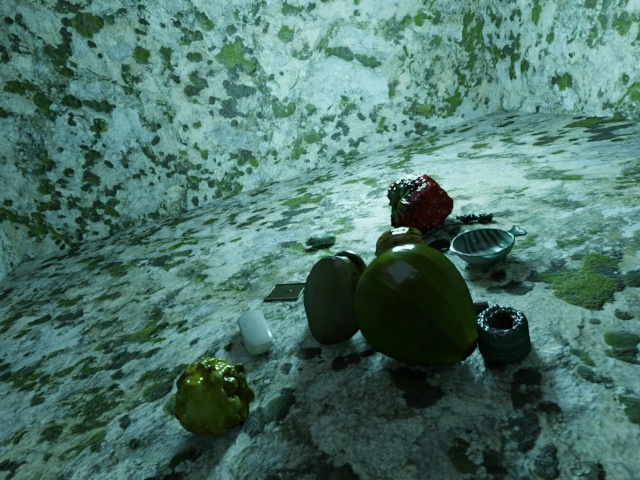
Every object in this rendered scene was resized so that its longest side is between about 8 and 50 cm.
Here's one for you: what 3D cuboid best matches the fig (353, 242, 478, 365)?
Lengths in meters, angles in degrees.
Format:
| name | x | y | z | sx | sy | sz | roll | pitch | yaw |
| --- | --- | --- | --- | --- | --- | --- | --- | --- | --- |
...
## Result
| name | x | y | z | sx | sy | sz | roll | pitch | yaw |
| --- | --- | --- | --- | --- | --- | --- | --- | --- | --- |
| fig | 0.245 | 0.170 | 1.042 | 0.317 | 0.315 | 0.316 | -14 | 22 | 6 |

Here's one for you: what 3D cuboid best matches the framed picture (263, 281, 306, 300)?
| name | x | y | z | sx | sy | sz | roll | pitch | yaw |
| --- | --- | --- | --- | --- | --- | --- | --- | --- | --- |
| framed picture | -0.130 | 0.193 | 1.600 | 0.149 | 0.011 | 0.109 | -6 | 24 | 26 |

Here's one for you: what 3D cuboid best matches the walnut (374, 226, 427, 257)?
| name | x | y | z | sx | sy | sz | roll | pitch | yaw |
| --- | --- | --- | --- | --- | --- | --- | --- | --- | --- |
| walnut | 0.284 | 0.030 | 1.521 | 0.184 | 0.155 | 0.155 | -10 | 22 | 3 |

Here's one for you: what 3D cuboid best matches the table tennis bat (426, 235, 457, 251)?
| name | x | y | z | sx | sy | sz | roll | pitch | yaw |
| --- | --- | --- | --- | --- | --- | --- | --- | --- | --- |
| table tennis bat | 0.476 | 0.009 | 1.605 | 0.157 | 0.013 | 0.087 | -21 | 21 | -8 |

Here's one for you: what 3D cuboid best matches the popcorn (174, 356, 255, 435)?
| name | x | y | z | sx | sy | sz | roll | pitch | yaw |
| --- | --- | --- | --- | --- | --- | --- | --- | --- | --- |
| popcorn | -0.261 | 0.378 | 1.030 | 0.156 | 0.197 | 0.197 | -2 | 26 | 28 |

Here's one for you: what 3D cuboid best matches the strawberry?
| name | x | y | z | sx | sy | sz | roll | pitch | yaw |
| --- | --- | --- | --- | --- | --- | --- | --- | --- | --- |
| strawberry | 0.427 | -0.152 | 1.751 | 0.289 | 0.249 | 0.239 | 2 | 7 | -24 |

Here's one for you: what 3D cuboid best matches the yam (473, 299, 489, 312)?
| name | x | y | z | sx | sy | sz | roll | pitch | yaw |
| --- | --- | --- | --- | --- | --- | --- | --- | --- | --- |
| yam | 0.311 | 0.203 | 1.216 | 0.327 | 0.045 | 0.045 | -9 | 46 | 18 |

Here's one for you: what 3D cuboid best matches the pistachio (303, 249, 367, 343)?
| name | x | y | z | sx | sy | sz | roll | pitch | yaw |
| --- | --- | --- | --- | --- | --- | --- | --- | --- | --- |
| pistachio | 0.043 | 0.165 | 1.200 | 0.197 | 0.287 | 0.166 | 19 | 18 | 31 |

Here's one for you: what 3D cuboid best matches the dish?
| name | x | y | z | sx | sy | sz | roll | pitch | yaw |
| --- | --- | --- | --- | --- | --- | --- | --- | --- | --- |
| dish | 0.558 | 0.028 | 1.410 | 0.246 | 0.078 | 0.224 | -17 | 22 | 1 |

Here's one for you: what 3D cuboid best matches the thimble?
| name | x | y | z | sx | sy | sz | roll | pitch | yaw |
| --- | --- | --- | --- | --- | --- | --- | --- | --- | --- |
| thimble | 0.438 | 0.223 | 1.014 | 0.119 | 0.090 | 0.135 | 8 | 30 | 42 |

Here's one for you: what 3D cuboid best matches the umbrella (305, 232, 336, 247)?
| name | x | y | z | sx | sy | sz | roll | pitch | yaw |
| --- | --- | --- | --- | --- | --- | --- | --- | --- | --- |
| umbrella | 0.000 | 0.000 | 1.918 | 0.144 | 0.062 | 0.067 | -12 | 53 | 10 |

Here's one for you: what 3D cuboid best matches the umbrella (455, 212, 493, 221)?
| name | x | y | z | sx | sy | sz | roll | pitch | yaw |
| --- | --- | --- | --- | --- | --- | --- | --- | --- | --- |
| umbrella | 0.622 | -0.093 | 1.711 | 0.144 | 0.037 | 0.040 | 0 | 6 | 34 |

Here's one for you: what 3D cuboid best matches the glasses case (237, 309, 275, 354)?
| name | x | y | z | sx | sy | sz | roll | pitch | yaw |
| --- | --- | --- | --- | --- | --- | --- | --- | --- | --- |
| glasses case | -0.210 | 0.290 | 1.357 | 0.092 | 0.059 | 0.233 | -20 | 23 | -12 |
